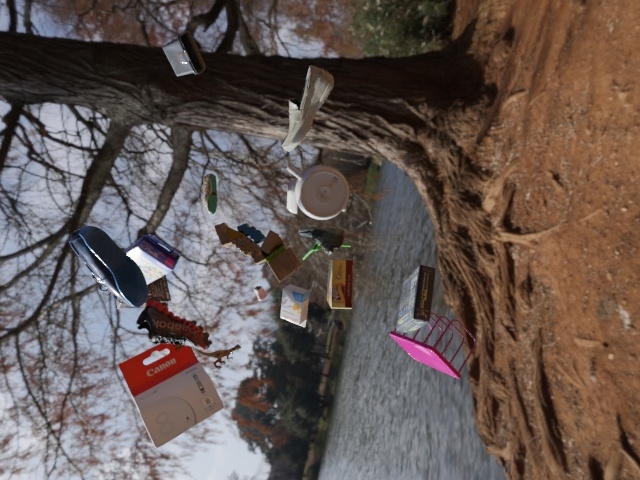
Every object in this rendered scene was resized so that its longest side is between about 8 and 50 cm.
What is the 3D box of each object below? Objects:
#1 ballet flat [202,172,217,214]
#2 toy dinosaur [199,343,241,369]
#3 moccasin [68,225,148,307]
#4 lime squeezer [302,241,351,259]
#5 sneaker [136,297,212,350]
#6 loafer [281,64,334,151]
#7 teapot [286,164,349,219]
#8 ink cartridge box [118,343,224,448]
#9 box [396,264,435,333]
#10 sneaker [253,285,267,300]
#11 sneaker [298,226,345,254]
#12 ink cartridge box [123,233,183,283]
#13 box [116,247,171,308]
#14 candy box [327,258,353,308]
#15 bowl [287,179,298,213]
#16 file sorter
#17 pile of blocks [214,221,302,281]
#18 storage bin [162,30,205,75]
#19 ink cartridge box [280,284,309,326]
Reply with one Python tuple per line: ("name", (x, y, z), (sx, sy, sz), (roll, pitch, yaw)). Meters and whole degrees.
("ballet flat", (-0.638, -0.265, 2.498), (0.091, 0.077, 0.241), (14, -105, -60))
("toy dinosaur", (-0.462, 0.515, 1.951), (0.112, 0.211, 0.064), (-109, 24, -46))
("moccasin", (-0.722, 0.089, 1.499), (0.138, 0.116, 0.342), (-63, -41, -51))
("lime squeezer", (0.014, 0.036, 2.541), (0.110, 0.310, 0.059), (42, -145, -58))
("sneaker", (-0.510, 0.315, 1.491), (0.135, 0.276, 0.098), (-55, -7, -42))
("loafer", (-0.069, -0.474, 1.576), (0.320, 0.111, 0.112), (-58, 21, 23))
("teapot", (-0.005, -0.221, 1.921), (0.187, 0.252, 0.256), (-124, 25, -71))
("ink cartridge box", (-0.639, 0.628, 1.869), (0.385, 0.308, 0.091), (61, 150, 8))
("box", (0.319, 0.205, 1.470), (0.233, 0.059, 0.184), (100, -177, -68))
("sneaker", (-0.305, 0.259, 2.214), (0.134, 0.050, 0.070), (-155, 43, -83))
("sneaker", (0.000, 0.000, 2.131), (0.087, 0.227, 0.131), (101, 176, -84))
("ink cartridge box", (-0.758, 0.090, 1.893), (0.186, 0.311, 0.065), (42, -140, -29))
("box", (-0.903, 0.187, 2.180), (0.076, 0.242, 0.308), (-42, 58, 37))
("candy box", (0.075, 0.167, 1.751), (0.316, 0.087, 0.183), (111, 161, -87))
("bowl", (-0.135, -0.213, 2.101), (0.142, 0.053, 0.142), (-98, 11, -60))
("file sorter", (0.492, 0.428, 1.896), (0.182, 0.202, 0.290), (-51, 23, -16))
("pile of blocks", (-0.228, 0.022, 1.662), (0.149, 0.362, 0.112), (-59, -7, -3))
("storage bin", (-0.481, -0.639, 1.515), (0.098, 0.091, 0.135), (-74, -32, -50))
("ink cartridge box", (-0.114, 0.296, 1.904), (0.061, 0.104, 0.182), (-25, -54, -58))
